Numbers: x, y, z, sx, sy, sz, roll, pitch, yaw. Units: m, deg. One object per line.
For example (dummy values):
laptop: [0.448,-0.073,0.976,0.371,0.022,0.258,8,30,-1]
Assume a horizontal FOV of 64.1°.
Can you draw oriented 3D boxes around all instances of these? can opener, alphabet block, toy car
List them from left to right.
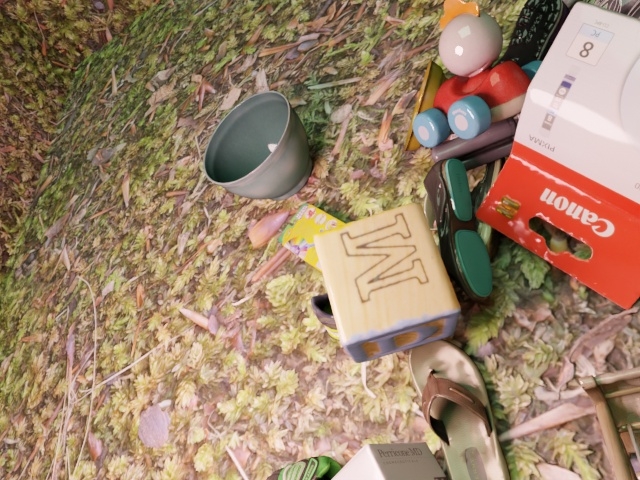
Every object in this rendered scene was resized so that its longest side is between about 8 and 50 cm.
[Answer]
alphabet block: [0.114,0.080,0.886,0.193,0.192,0.197,-17,66,3]
toy car: [0.276,-0.332,0.962,0.219,0.238,0.210,-30,13,-21]
can opener: [0.354,-0.184,0.962,0.283,0.076,0.095,-20,34,20]

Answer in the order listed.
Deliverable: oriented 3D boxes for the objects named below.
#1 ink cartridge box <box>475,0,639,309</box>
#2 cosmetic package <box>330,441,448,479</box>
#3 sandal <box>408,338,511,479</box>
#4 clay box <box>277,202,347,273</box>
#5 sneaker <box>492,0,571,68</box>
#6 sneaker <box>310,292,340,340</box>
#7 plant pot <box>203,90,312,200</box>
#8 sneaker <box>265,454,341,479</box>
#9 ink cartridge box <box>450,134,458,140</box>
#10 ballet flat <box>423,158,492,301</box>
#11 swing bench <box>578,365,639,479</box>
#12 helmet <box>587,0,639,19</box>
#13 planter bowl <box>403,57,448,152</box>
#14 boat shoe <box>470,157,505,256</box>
ink cartridge box: [0.442,-0.126,0.795,0.308,0.091,0.385,39,116,31]
cosmetic package: [0.116,0.431,0.780,0.151,0.151,0.184,-53,43,22]
sandal: [0.227,0.291,0.851,0.120,0.086,0.303,-32,48,18]
clay box: [0.000,0.000,1.239,0.127,0.053,0.222,-54,44,-3]
sneaker: [0.449,-0.371,1.106,0.107,0.124,0.283,46,119,36]
sneaker: [0.114,0.110,1.031,0.300,0.121,0.111,-30,49,19]
plant pot: [-0.144,-0.228,1.396,0.293,0.196,0.293,-20,52,28]
sneaker: [0.008,0.521,0.842,0.146,0.134,0.344,-35,46,14]
ink cartridge box: [0.326,-0.248,1.162,0.048,0.028,0.083,-3,62,36]
ballet flat: [0.250,-0.015,0.960,0.096,0.095,0.281,-31,58,51]
swing bench: [0.493,0.270,0.610,0.253,0.165,0.255,-23,46,26]
helmet: [0.592,-0.433,0.979,0.169,0.161,0.169,-19,53,27]
planter bowl: [0.262,-0.295,1.166,0.090,0.217,0.217,15,69,4]
boat shoe: [0.323,-0.076,1.017,0.073,0.080,0.224,2,69,31]
